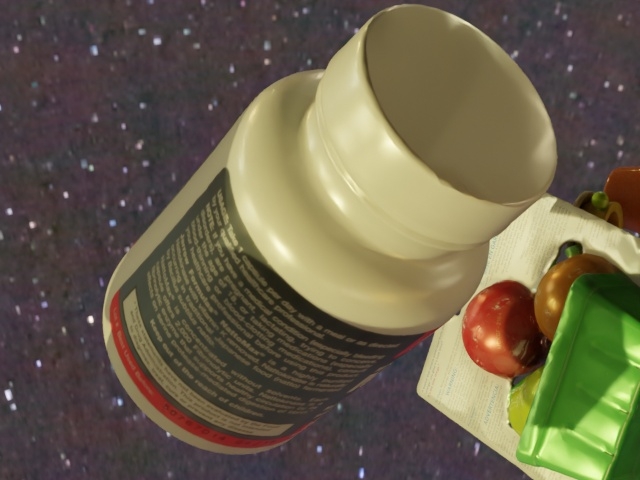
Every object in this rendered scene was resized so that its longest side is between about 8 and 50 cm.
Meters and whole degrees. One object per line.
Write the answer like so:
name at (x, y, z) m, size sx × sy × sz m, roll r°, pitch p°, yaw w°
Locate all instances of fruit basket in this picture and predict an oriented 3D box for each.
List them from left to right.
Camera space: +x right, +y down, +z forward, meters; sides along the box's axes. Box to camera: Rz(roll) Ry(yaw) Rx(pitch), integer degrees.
fruit basket at (0.275, 0.118, 1.368) m, size 0.165 × 0.327 × 0.353 m, roll 3°, pitch -161°, yaw -33°

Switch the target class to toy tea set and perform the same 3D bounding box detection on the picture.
toy tea set at (0.412, 0.057, 1.453) m, size 0.124 × 0.336 × 0.200 m, roll 11°, pitch -141°, yaw 36°

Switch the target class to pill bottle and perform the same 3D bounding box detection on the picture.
pill bottle at (0.000, 0.000, 0.435) m, size 0.108 × 0.180 × 0.108 m, roll 19°, pitch -129°, yaw -25°
